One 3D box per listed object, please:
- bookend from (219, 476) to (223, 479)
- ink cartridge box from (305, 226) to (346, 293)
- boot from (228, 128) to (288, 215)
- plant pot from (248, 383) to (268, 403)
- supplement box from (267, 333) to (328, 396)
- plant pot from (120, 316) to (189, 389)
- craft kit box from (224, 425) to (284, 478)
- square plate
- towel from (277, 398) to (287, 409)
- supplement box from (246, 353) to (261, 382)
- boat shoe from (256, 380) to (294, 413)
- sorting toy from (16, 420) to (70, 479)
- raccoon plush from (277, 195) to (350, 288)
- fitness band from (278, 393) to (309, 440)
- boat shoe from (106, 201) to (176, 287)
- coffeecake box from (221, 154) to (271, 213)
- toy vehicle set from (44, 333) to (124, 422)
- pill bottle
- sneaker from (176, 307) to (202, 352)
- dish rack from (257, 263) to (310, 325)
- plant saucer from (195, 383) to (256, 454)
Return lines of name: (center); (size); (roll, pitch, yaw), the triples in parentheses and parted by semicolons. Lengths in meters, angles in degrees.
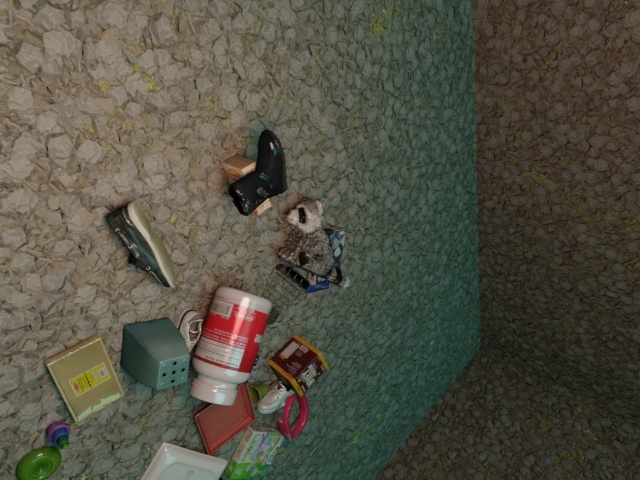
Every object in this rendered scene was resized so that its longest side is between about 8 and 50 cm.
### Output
bookend: (-0.502, 1.184, 2.005); (0.156, 0.072, 0.157); (-40, 132, -25)
ink cartridge box: (0.026, 0.103, 2.078); (0.165, 0.065, 0.332); (-9, 114, -43)
boot: (-0.216, -0.223, 1.457); (0.207, 0.094, 0.246); (-37, 136, -34)
plant pot: (-0.286, 0.708, 2.020); (0.079, 0.083, 0.083); (-8, 113, -55)
supplement box: (-0.107, 0.591, 2.058); (0.194, 0.191, 0.129); (-42, 132, -24)
plant pot: (-0.558, 0.400, 1.493); (0.165, 0.234, 0.165); (-2, 109, -44)
craft kit box: (-0.318, 1.051, 2.148); (0.246, 0.061, 0.250); (31, 84, -45)
square plate: (-0.604, 1.055, 1.813); (0.347, 0.049, 0.344); (38, 78, -34)
towel: (-0.197, 0.797, 2.181); (0.152, 0.023, 0.113); (-14, 117, -41)
supplement box: (-0.381, 0.543, 1.851); (0.239, 0.073, 0.130); (12, 99, -46)
boat shoe: (-0.195, 0.731, 2.090); (0.267, 0.096, 0.088); (-19, 132, -41)
sorting toy: (-0.903, 0.778, 1.390); (0.127, 0.126, 0.365); (31, 85, -47)
raccoon plush: (0.000, 0.000, 1.917); (0.446, 0.216, 0.299); (33, 78, -50)
fitness band: (-0.134, 0.894, 2.224); (0.209, 0.054, 0.291); (-52, 143, -46)
boat shoe: (-0.580, 0.035, 1.410); (0.113, 0.127, 0.340); (-19, 133, -5)
coffeecake box: (-0.271, -0.205, 1.587); (0.068, 0.142, 0.185); (-37, 129, -28)
toy vehicle set: (-0.779, 0.461, 1.443); (0.166, 0.035, 0.267); (-27, 124, -35)
pill bottle: (-0.348, 0.396, 1.651); (0.229, 0.229, 0.407); (30, 73, -47)
sneaker: (-0.510, 0.378, 1.636); (0.090, 0.095, 0.235); (8, 102, -48)
dish rack: (-0.185, 0.251, 1.921); (0.271, 0.074, 0.208); (-57, 136, -11)
plant saucer: (-0.425, 0.780, 1.928); (0.259, 0.048, 0.258); (-28, 125, -33)
